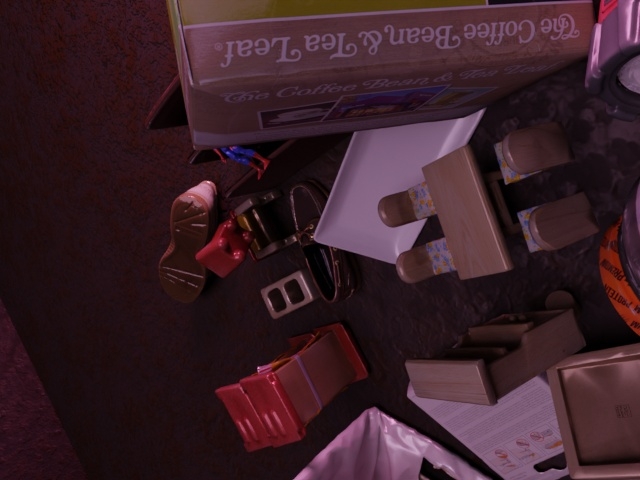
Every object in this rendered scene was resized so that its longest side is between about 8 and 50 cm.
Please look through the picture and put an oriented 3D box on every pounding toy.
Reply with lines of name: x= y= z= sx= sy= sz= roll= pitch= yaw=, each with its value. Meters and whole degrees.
pounding toy: x=0.318 y=0.164 z=0.573 sx=0.181 sy=0.094 sz=0.206 roll=-25 pitch=53 yaw=37

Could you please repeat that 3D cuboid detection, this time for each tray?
tray: x=0.098 y=-0.092 z=0.674 sx=0.145 sy=0.030 sz=0.270 roll=15 pitch=123 yaw=-11

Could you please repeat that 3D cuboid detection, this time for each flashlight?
flashlight: x=0.275 y=-0.243 z=0.376 sx=0.103 sy=0.103 sz=0.304 roll=7 pitch=70 yaw=30

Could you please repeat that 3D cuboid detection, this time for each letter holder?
letter holder: x=-0.081 y=-0.184 z=0.700 sx=0.302 sy=0.214 sz=0.152 roll=-28 pitch=87 yaw=41

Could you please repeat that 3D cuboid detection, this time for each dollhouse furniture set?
dollhouse furniture set: x=0.157 y=0.027 z=0.532 sx=0.212 sy=0.161 sz=0.242 roll=-24 pitch=83 yaw=60
dollhouse furniture set: x=-0.097 y=0.126 z=0.830 sx=0.152 sy=0.201 sz=0.374 roll=-30 pitch=86 yaw=41

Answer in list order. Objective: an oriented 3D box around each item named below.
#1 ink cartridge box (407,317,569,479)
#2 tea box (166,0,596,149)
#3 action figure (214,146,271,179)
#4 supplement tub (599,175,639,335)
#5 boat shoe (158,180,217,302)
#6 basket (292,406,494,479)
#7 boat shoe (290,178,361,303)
ink cartridge box: x=0.262 y=0.236 z=0.691 sx=0.225 sy=0.056 sz=0.181 roll=39 pitch=128 yaw=0
tea box: x=0.020 y=-0.275 z=0.450 sx=0.220 sy=0.329 sz=0.323 roll=173 pitch=88 yaw=-76
action figure: x=-0.125 y=-0.126 z=0.671 sx=0.115 sy=0.030 sz=0.038 roll=33 pitch=144 yaw=-8
supplement tub: x=0.365 y=-0.032 z=0.329 sx=0.207 sy=0.207 sz=0.338 roll=49 pitch=159 yaw=15
boat shoe: x=-0.258 y=0.012 z=1.011 sx=0.105 sy=0.089 sz=0.285 roll=25 pitch=126 yaw=0
basket: x=0.101 y=0.495 z=0.714 sx=0.328 sy=0.331 sz=0.266 roll=23 pitch=121 yaw=32
boat shoe: x=0.000 y=0.000 z=0.794 sx=0.073 sy=0.073 sz=0.206 roll=-28 pitch=85 yaw=43
